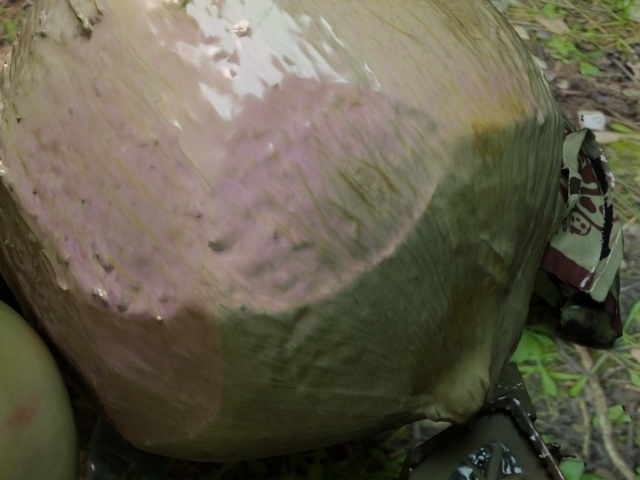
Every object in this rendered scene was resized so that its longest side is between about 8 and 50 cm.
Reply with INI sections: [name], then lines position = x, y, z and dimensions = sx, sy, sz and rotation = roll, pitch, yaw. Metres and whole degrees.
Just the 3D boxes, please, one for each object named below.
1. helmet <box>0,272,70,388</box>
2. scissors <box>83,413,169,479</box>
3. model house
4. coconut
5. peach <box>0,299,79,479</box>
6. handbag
[helmet]
position = -0.300, 0.014, 1.467
dimensions = 0.279, 0.160, 0.230
rotation = 1, 39, -8
[scissors]
position = -0.138, 0.105, 1.421
dimensions = 0.256, 0.029, 0.383
rotation = 31, 37, -38
[model house]
position = 0.133, 0.180, 1.327
dimensions = 0.176, 0.181, 0.248
rotation = 16, 47, 3
[coconut]
position = -0.019, -0.023, 1.273
dimensions = 0.405, 0.404, 0.404
rotation = 5, 40, -5
[peach]
position = -0.290, 0.162, 1.215
dimensions = 0.292, 0.292, 0.247
rotation = 27, 8, 20
[handbag]
position = 0.183, -0.046, 1.628
dimensions = 0.213, 0.127, 0.235
rotation = 42, 22, -32
